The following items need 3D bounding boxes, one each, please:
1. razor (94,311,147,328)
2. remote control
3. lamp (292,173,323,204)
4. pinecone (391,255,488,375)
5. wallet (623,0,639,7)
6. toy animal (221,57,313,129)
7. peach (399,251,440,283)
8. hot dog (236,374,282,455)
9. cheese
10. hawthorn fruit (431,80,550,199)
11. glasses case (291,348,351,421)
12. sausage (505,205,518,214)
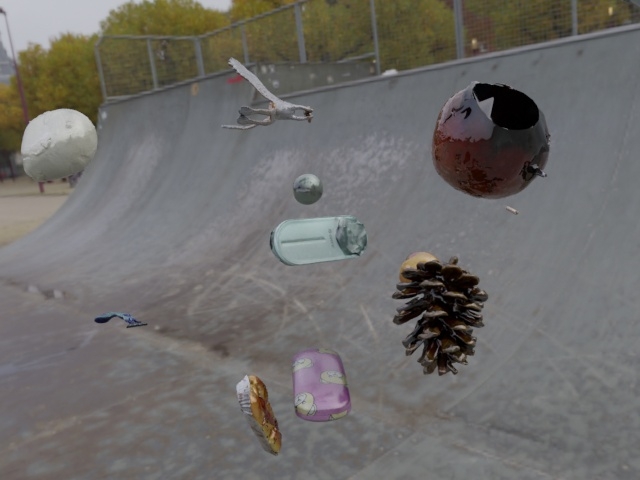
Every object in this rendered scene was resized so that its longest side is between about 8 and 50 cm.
[{"bbox_3d":[-0.412,0.158,1.200,0.155,0.028,0.044,-2,-1,40],"label":"razor"},{"bbox_3d":[0.000,0.000,1.325,0.247,0.104,0.052,-5,-10,-34],"label":"remote control"},{"bbox_3d":[-0.043,-0.171,1.982,0.105,0.105,0.105,-6,11,1],"label":"lamp"},{"bbox_3d":[0.290,0.182,1.470,0.244,0.309,0.244,8,-24,4],"label":"pinecone"},{"bbox_3d":[0.627,-0.610,1.272,0.252,0.083,0.360,22,28,-47],"label":"wallet"},{"bbox_3d":[-0.145,-0.412,1.830,0.302,0.225,0.284,2,25,-25],"label":"toy animal"},{"bbox_3d":[0.306,0.097,1.792,0.138,0.138,0.138,-6,11,1],"label":"peach"},{"bbox_3d":[-0.123,0.360,1.230,0.059,0.191,0.108,-18,34,1],"label":"hot dog"},{"bbox_3d":[-0.707,-0.264,1.623,0.189,0.198,0.154,-21,-33,18],"label":"cheese"},{"bbox_3d":[0.417,-0.252,1.474,0.316,0.315,0.316,-6,11,1],"label":"hawthorn fruit"},{"bbox_3d":[-0.003,0.321,1.352,0.123,0.075,0.316,-4,11,-3],"label":"glasses case"},{"bbox_3d":[0.611,-0.096,1.894,0.015,0.015,0.100,-7,14,-1],"label":"sausage"}]
